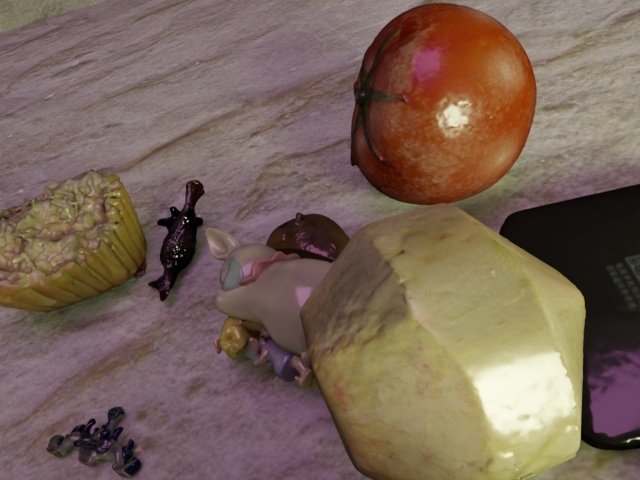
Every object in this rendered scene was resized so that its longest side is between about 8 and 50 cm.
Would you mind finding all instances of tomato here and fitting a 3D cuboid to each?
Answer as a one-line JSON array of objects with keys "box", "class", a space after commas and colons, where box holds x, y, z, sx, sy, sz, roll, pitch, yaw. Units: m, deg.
[{"box": [0.166, -0.179, 0.671, 0.265, 0.265, 0.265, -10, 46, 11], "class": "tomato"}]

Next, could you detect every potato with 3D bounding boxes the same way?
[{"box": [0.000, 0.000, 0.677, 0.172, 0.089, 0.100, 10, 51, 29], "class": "potato"}]

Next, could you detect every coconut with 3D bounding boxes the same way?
[{"box": [0.117, 0.097, 0.447, 0.259, 0.259, 0.259, -10, 46, 11], "class": "coconut"}]

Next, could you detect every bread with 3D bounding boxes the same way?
[{"box": [-0.423, 0.008, 0.787, 0.274, 0.149, 0.274, -11, 40, 10], "class": "bread"}]

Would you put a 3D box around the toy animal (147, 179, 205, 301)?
[{"box": [-0.230, 0.007, 0.773, 0.105, 0.070, 0.202, -40, 35, 48], "class": "toy animal"}]

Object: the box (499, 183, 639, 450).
[{"box": [0.360, 0.056, 0.504, 0.289, 0.073, 0.290, -13, 46, 9], "class": "box"}]

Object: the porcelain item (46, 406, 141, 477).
[{"box": [-0.268, 0.241, 0.602, 0.136, 0.021, 0.075, 3, 46, 22], "class": "porcelain item"}]

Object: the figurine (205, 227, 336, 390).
[{"box": [-0.074, 0.073, 0.615, 0.235, 0.127, 0.155, 16, 92, 37], "class": "figurine"}]
